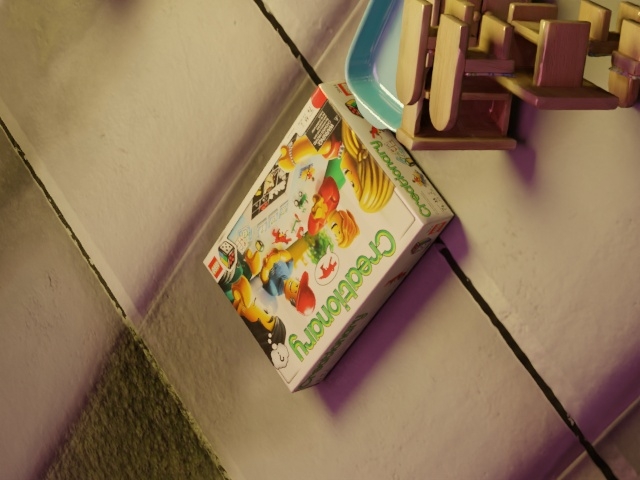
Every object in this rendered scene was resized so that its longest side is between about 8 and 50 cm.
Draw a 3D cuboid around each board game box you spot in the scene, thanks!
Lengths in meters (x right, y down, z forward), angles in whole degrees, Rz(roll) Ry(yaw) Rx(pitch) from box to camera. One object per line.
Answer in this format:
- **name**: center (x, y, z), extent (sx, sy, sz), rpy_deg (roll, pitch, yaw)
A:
- **board game box**: center (0.000, 0.000, 1.692), extent (0.193, 0.053, 0.305), rpy_deg (54, 134, 21)

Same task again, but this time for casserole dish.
- **casserole dish**: center (0.090, -0.194, 1.552), extent (0.114, 0.037, 0.188), rpy_deg (46, 130, 28)

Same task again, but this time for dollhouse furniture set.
- **dollhouse furniture set**: center (0.166, -0.131, 1.371), extent (0.242, 0.212, 0.161), rpy_deg (-132, 44, -62)
